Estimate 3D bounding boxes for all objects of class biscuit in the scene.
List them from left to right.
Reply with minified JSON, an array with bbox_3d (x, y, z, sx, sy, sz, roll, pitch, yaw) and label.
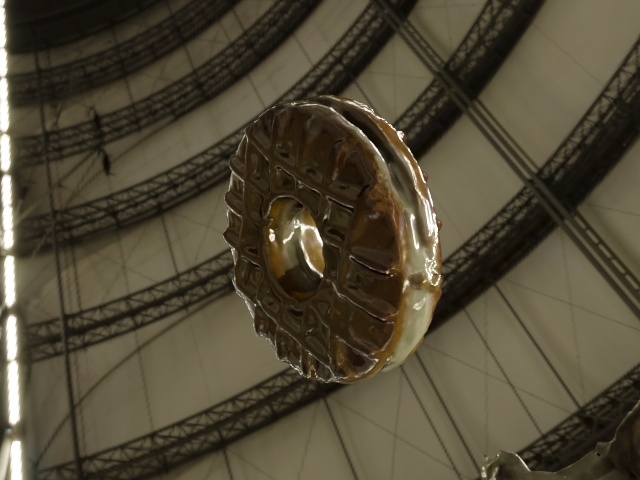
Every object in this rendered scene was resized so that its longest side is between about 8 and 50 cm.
[{"bbox_3d":[0.000,0.000,0.809,0.332,0.103,0.332,21,-63,48],"label":"biscuit"}]

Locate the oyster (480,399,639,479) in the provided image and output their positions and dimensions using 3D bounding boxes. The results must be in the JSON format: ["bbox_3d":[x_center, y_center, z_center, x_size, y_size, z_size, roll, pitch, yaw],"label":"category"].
[{"bbox_3d":[0.169,0.215,0.337,0.271,0.100,0.275,44,-39,35],"label":"oyster"}]
